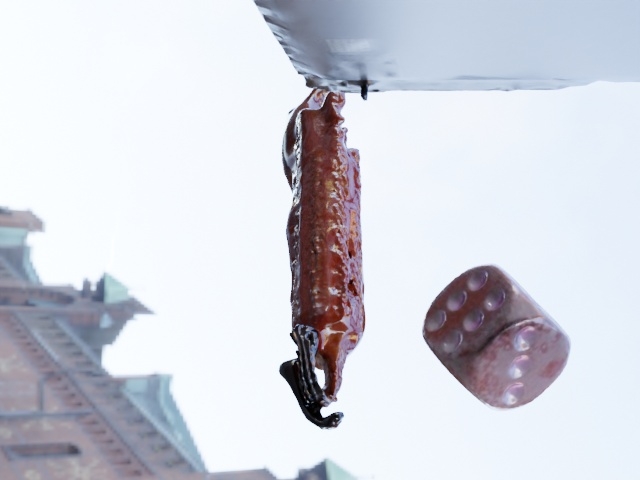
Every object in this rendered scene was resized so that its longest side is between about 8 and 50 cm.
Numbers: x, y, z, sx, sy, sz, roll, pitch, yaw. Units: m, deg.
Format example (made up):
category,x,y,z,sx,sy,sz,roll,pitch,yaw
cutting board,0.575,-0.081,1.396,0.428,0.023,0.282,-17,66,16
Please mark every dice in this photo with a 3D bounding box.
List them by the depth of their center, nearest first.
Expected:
category,x,y,z,sx,sy,sz,roll,pitch,yaw
dice,0.150,0.082,0.906,0.093,0.091,0.094,-46,-149,6

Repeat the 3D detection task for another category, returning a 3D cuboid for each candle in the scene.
category,x,y,z,sx,sy,sz,roll,pitch,yaw
candle,0.000,0.000,0.742,0.084,0.059,0.301,98,-6,-51

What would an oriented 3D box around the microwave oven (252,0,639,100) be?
category,x,y,z,sx,sy,sz,roll,pitch,yaw
microwave oven,0.055,-0.159,0.307,0.247,0.178,0.188,38,51,-79
